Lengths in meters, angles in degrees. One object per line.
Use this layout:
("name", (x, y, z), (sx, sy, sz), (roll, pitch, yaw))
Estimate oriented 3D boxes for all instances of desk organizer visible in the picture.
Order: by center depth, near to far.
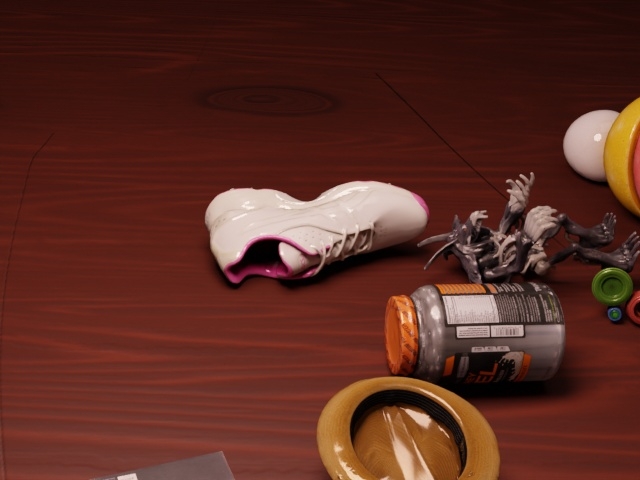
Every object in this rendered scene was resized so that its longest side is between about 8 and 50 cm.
("desk organizer", (-0.149, 0.247, 0.983), (0.130, 0.050, 0.047), (-8, 33, -21))

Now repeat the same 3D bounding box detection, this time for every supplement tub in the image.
("supplement tub", (0.176, 0.108, 1.201), (0.190, 0.117, 0.117), (-1, 31, -9))

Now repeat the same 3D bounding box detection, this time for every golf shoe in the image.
("golf shoe", (0.000, 0.000, 1.388), (0.306, 0.115, 0.140), (-5, 42, -4))

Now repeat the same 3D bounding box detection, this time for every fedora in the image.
("fedora", (0.083, 0.222, 1.032), (0.194, 0.079, 0.194), (5, 36, -3))

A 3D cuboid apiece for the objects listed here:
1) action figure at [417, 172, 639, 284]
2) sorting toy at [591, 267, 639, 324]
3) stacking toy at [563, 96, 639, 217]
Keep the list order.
("action figure", (0.277, -0.011, 1.399), (0.276, 0.141, 0.164), (2, 32, -11))
("sorting toy", (0.397, 0.074, 1.349), (0.102, 0.061, 0.042), (37, 20, 1))
("stacking toy", (0.539, -0.126, 1.535), (0.350, 0.350, 0.480), (-15, 20, -29))
